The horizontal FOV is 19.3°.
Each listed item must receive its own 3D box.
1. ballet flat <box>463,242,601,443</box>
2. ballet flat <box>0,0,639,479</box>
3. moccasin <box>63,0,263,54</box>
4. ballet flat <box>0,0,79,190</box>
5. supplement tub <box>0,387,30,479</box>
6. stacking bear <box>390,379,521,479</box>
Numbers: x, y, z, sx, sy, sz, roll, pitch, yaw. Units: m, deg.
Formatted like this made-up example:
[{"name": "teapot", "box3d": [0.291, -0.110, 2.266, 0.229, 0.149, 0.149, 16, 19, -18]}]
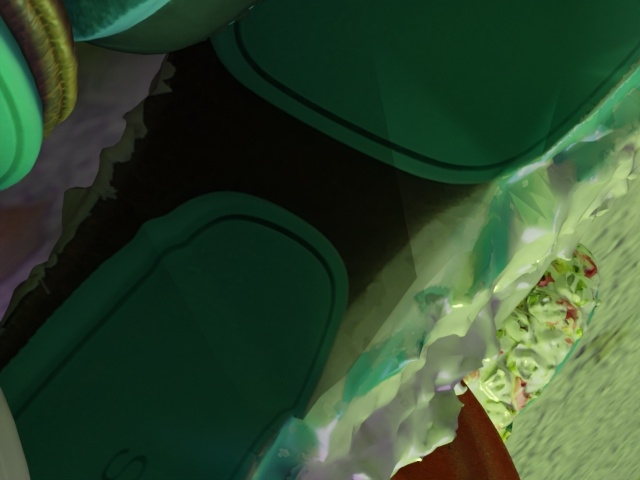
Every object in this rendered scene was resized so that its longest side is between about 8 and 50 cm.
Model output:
[{"name": "ballet flat", "box3d": [0.027, 0.080, 0.869, 0.241, 0.091, 0.077, -46, 132, 7]}, {"name": "ballet flat", "box3d": [0.000, 0.000, 0.570, 0.409, 0.147, 0.147, -50, 157, -13]}, {"name": "moccasin", "box3d": [0.043, -0.175, 0.399, 0.117, 0.138, 0.342, -5, 140, -51]}, {"name": "ballet flat", "box3d": [-0.151, -0.101, 0.288, 0.116, 0.124, 0.342, -16, 161, 27]}, {"name": "supplement tub", "box3d": [-0.223, 0.068, 0.347, 0.228, 0.228, 0.316, -43, 154, 10]}, {"name": "stacking bear", "box3d": [-0.071, 0.153, 0.746, 0.289, 0.175, 0.164, -52, -176, 18]}]
